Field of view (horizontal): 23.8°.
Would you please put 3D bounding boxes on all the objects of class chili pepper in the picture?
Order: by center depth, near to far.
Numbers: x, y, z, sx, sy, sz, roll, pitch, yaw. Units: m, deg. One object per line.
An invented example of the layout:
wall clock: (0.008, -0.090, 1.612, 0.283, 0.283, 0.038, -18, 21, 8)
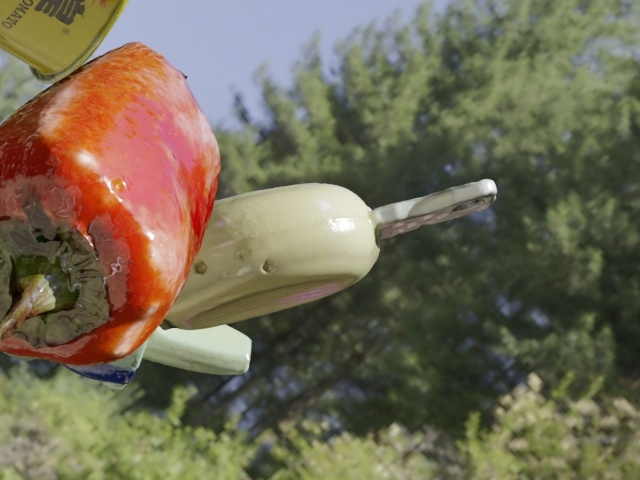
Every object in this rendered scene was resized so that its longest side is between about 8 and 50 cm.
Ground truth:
chili pepper: (-0.085, -0.001, 0.514, 0.086, 0.192, 0.084, 39, -62, -4)

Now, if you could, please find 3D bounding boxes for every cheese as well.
cheese: (0.000, 0.000, 0.953, 0.137, 0.227, 0.064, 67, 8, -80)

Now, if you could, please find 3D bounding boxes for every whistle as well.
whistle: (-0.170, 0.057, 1.138, 0.244, 0.110, 0.092, 17, -56, -14)

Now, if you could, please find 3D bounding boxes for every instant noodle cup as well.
instant noodle cup: (-0.355, -0.371, 1.711, 0.254, 0.326, 0.325, 23, -16, -29)
